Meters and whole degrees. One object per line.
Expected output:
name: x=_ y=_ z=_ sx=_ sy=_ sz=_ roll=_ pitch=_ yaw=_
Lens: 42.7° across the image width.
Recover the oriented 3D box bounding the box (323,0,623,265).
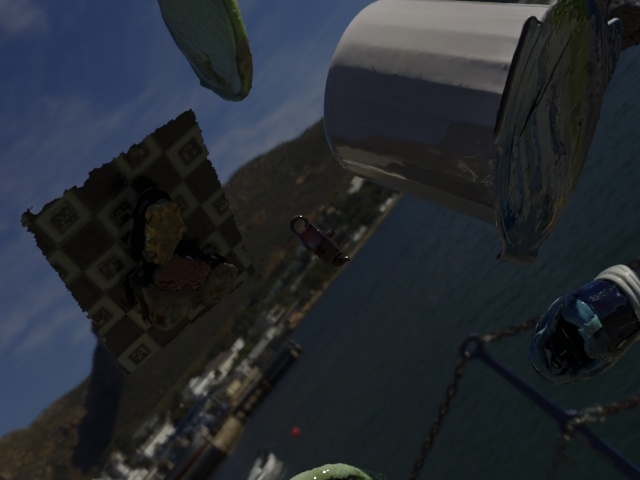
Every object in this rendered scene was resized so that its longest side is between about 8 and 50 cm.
box: x=0.143 y=-0.147 z=0.787 sx=0.291 sy=0.207 sz=0.262 roll=-51 pitch=-35 yaw=-32

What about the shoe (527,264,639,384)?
shoe: x=0.254 y=0.099 z=0.830 sx=0.106 sy=0.091 sz=0.207 roll=-26 pitch=-19 yaw=-16

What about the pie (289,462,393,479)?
pie: x=0.006 y=0.371 z=0.980 sx=0.240 sy=0.240 sz=0.054 roll=-51 pitch=30 yaw=0

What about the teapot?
teapot: x=0.000 y=0.000 z=1.153 sx=0.045 sy=0.100 sz=0.068 roll=-46 pitch=4 yaw=-3

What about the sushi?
sushi: x=-0.112 y=0.014 z=0.595 sx=0.139 sy=0.031 sz=0.201 roll=-39 pitch=-36 yaw=-18

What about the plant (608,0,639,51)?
plant: x=0.353 y=-0.297 z=0.987 sx=0.095 sy=0.092 sz=0.143 roll=-23 pitch=48 yaw=31

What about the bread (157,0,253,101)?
bread: x=-0.171 y=-0.327 z=1.094 sx=0.045 sy=0.301 sz=0.301 roll=-30 pitch=-8 yaw=-17
